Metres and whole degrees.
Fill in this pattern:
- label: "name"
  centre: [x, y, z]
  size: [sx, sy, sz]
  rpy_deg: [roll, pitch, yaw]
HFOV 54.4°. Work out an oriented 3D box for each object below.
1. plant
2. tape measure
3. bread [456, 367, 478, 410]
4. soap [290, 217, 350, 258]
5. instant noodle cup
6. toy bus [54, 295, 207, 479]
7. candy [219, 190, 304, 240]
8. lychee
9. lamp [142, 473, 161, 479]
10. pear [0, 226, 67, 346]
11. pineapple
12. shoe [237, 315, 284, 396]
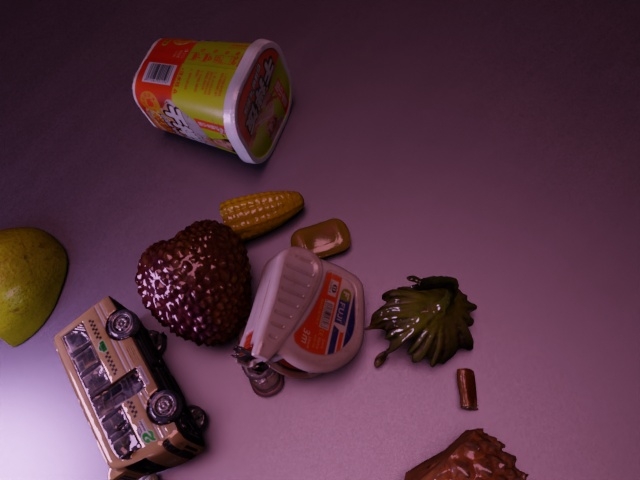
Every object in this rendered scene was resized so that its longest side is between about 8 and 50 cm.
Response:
- label: "plant"
  centre: [0.241, 0.156, 1.220]
  size: [0.251, 0.333, 0.180]
  rpy_deg: [-11, 81, -15]
- label: "tape measure"
  centre: [-0.038, 0.162, 1.303]
  size: [0.265, 0.130, 0.258]
  rpy_deg: [26, 59, -21]
- label: "bread"
  centre: [0.304, 0.309, 1.296]
  size: [0.036, 0.047, 0.083]
  rpy_deg: [-18, 61, 32]
- label: "soap"
  centre: [0.000, 0.000, 1.453]
  size: [0.140, 0.045, 0.089]
  rpy_deg: [-18, 64, 0]
- label: "instant noodle cup"
  centre: [-0.266, -0.361, 1.528]
  size: [0.307, 0.294, 0.294]
  rpy_deg: [16, 70, 19]
- label: "toy bus"
  centre: [-0.394, 0.311, 1.296]
  size: [0.202, 0.177, 0.365]
  rpy_deg: [-34, 62, -7]
- label: "candy"
  centre: [-0.132, -0.066, 1.467]
  size: [0.198, 0.106, 0.094]
  rpy_deg: [-17, 48, -5]
- label: "lychee"
  centre: [-0.258, 0.100, 1.348]
  size: [0.271, 0.271, 0.271]
  rpy_deg: [-2, 68, 6]
- label: "lamp"
  centre: [-0.304, 0.522, 1.261]
  size: [0.163, 0.091, 0.091]
  rpy_deg: [27, 73, 32]
- label: "pear"
  centre: [-0.727, 0.066, 1.470]
  size: [0.239, 0.139, 0.288]
  rpy_deg: [-38, 70, -18]
- label: "pineapple"
  centre: [0.325, 0.535, 1.129]
  size: [0.223, 0.223, 0.357]
  rpy_deg: [-36, 80, -8]
- label: "shoe"
  centre: [-0.139, 0.244, 1.344]
  size: [0.089, 0.092, 0.180]
  rpy_deg: [-17, 67, 0]
